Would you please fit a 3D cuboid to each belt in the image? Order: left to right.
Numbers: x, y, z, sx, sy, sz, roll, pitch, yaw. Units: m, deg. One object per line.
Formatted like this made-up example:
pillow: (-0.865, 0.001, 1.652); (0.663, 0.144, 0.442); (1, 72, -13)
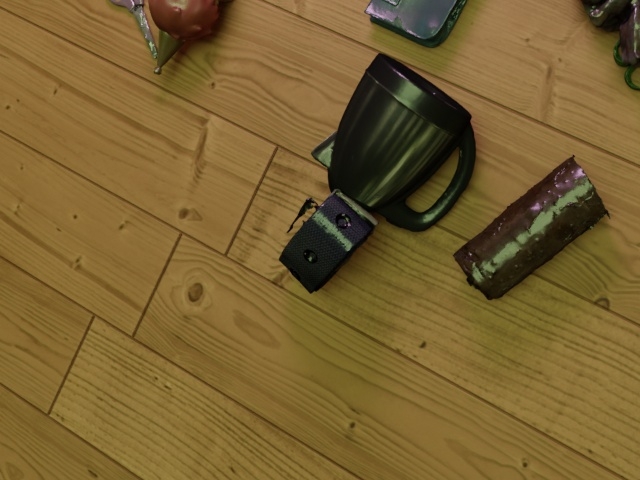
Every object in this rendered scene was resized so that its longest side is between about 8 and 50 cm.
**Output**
belt: (0.000, 0.000, 1.473); (0.126, 0.230, 0.139); (43, 62, 4)

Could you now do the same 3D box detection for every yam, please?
yam: (0.369, -0.014, 1.408); (0.280, 0.131, 0.131); (-41, 77, 12)

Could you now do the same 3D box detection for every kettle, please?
kettle: (0.129, -0.166, 1.475); (0.271, 0.251, 0.207); (-54, 43, 17)

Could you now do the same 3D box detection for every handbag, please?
handbag: (0.199, -0.495, 1.515); (0.179, 0.062, 0.229); (30, 97, 19)

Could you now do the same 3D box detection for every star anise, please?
star anise: (0.552, -0.448, 1.376); (0.316, 0.139, 0.359); (13, 76, 12)

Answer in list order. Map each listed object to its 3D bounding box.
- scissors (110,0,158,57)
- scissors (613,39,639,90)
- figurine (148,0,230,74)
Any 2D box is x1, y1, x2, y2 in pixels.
scissors: (-0.389, -0.485, 1.718); (0.110, 0.021, 0.212); (-25, 80, 17)
scissors: (0.616, -0.342, 1.391); (0.204, 0.027, 0.101); (-26, 83, 17)
figurine: (-0.245, -0.511, 1.612); (0.207, 0.166, 0.387); (26, 99, 51)
